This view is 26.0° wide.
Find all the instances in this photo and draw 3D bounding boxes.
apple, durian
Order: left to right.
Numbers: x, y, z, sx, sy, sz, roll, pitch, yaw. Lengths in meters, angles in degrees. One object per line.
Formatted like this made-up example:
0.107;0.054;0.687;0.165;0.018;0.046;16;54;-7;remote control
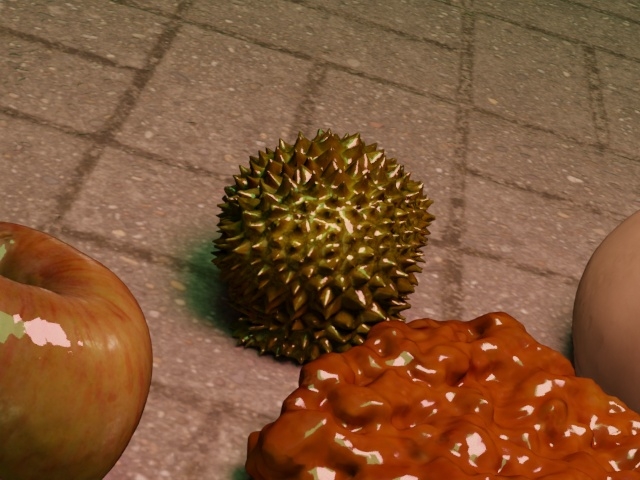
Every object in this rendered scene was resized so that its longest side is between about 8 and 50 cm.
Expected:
-0.243;0.086;0.953;0.261;0.194;0.261;25;15;-7;apple
0.001;-0.003;1.292;0.200;0.176;0.237;6;36;20;durian

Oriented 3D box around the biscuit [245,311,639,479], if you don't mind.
0.127;0.183;1.095;0.312;0.110;0.318;37;34;29;biscuit

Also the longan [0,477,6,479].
-0.237;0.222;0.782;0.204;0.159;0.185;-35;75;-28;longan

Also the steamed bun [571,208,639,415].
0.436;0.078;1.317;0.374;0.241;0.374;14;32;-9;steamed bun
